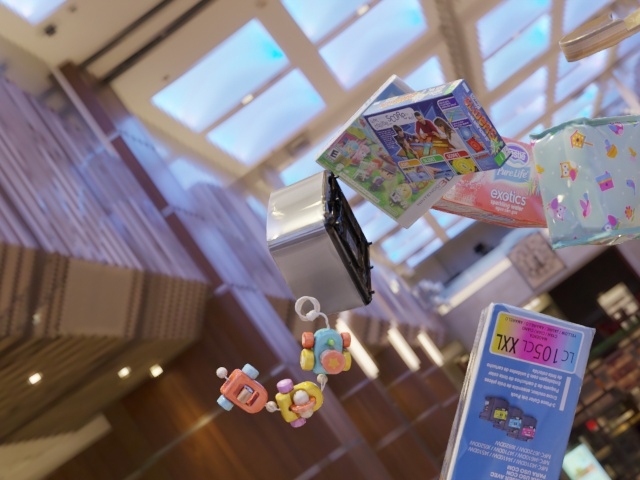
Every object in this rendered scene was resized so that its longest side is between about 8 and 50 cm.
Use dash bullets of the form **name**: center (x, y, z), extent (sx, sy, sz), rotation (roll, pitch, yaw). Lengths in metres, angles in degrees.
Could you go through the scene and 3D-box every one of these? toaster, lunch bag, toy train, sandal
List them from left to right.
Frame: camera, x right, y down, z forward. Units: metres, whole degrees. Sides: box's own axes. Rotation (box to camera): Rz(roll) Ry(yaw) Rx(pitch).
- **toy train**: center (-0.035, 0.153, 1.342), extent (0.166, 0.125, 0.046), rotation (-48, 20, -3)
- **toaster**: center (0.000, 0.000, 1.710), extent (0.110, 0.186, 0.168), rotation (-20, 32, 13)
- **lunch bag**: center (0.509, -0.104, 2.033), extent (0.262, 0.223, 0.160), rotation (-7, -7, -43)
- **sandal**: center (0.376, -0.225, 1.203), extent (0.240, 0.079, 0.088), rotation (-24, 15, 14)

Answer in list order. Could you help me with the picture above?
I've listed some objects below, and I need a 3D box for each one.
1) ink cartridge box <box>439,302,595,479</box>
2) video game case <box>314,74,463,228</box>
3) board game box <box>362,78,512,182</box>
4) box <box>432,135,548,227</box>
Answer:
- **ink cartridge box**: center (0.253, 0.298, 1.615), extent (0.270, 0.151, 0.396), rotation (44, -118, -82)
- **video game case**: center (0.131, -0.139, 1.874), extent (0.193, 0.212, 0.023), rotation (-45, 25, 22)
- **board game box**: center (0.167, -0.155, 1.677), extent (0.035, 0.136, 0.201), rotation (-48, 23, -29)
- **box**: center (0.303, -0.115, 2.121), extent (0.300, 0.142, 0.154), rotation (11, -5, -32)
